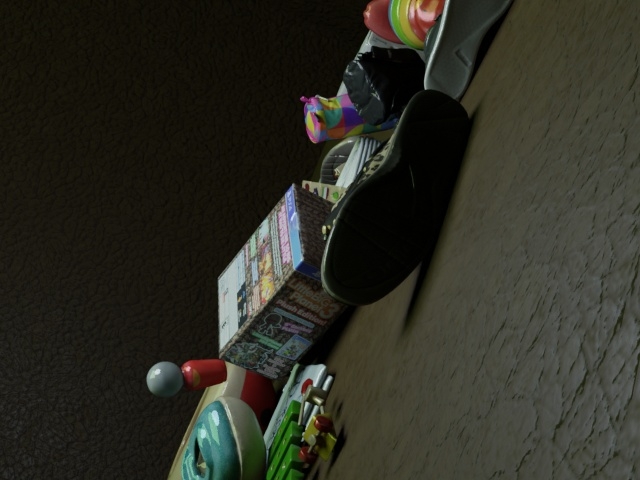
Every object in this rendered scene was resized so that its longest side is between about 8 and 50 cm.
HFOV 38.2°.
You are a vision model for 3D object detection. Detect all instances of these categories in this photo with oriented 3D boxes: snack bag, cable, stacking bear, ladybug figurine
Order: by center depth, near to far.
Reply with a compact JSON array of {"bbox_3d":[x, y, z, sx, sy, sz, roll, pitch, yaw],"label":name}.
[{"bbox_3d":[-0.074,0.383,1.724,0.342,0.037,0.323,145,149,-78],"label":"snack bag"},{"bbox_3d":[0.217,-0.448,1.807,0.175,0.164,0.289,-55,18,8],"label":"stacking bear"},{"bbox_3d":[0.077,-0.098,1.994,0.257,0.089,0.257,126,166,-64],"label":"cable"},{"bbox_3d":[-0.226,0.455,2.177,0.305,0.162,0.449,-75,10,-60],"label":"ladybug figurine"}]

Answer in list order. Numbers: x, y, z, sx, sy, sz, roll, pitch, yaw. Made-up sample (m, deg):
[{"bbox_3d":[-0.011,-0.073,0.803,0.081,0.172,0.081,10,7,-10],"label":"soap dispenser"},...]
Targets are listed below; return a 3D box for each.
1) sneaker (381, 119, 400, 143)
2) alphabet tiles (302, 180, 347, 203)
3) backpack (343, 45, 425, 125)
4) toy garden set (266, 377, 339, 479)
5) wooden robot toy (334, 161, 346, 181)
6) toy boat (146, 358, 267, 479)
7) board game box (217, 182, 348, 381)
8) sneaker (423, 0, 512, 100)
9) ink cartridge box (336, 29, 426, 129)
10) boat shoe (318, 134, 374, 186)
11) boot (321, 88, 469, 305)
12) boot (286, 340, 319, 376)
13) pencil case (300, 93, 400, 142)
[{"bbox_3d":[0.158,-0.196,1.790,0.152,0.058,0.084,-114,42,-77],"label":"sneaker"},{"bbox_3d":[0.000,0.000,1.934,0.198,0.009,0.237,15,100,58],"label":"alphabet tiles"},{"bbox_3d":[0.139,-0.311,1.847,0.182,0.152,0.115,-25,1,-41],"label":"backpack"},{"bbox_3d":[-0.025,0.319,1.428,0.244,0.049,0.204,-93,26,-70],"label":"toy garden set"},{"bbox_3d":[0.084,-0.150,2.198,0.079,0.076,0.173,-34,-30,-2],"label":"wooden robot toy"},{"bbox_3d":[-0.209,0.346,1.656,0.267,0.148,0.318,108,147,-43],"label":"toy boat"},{"bbox_3d":[-0.066,0.083,1.789,0.291,0.141,0.232,-49,29,29],"label":"board game box"},{"bbox_3d":[0.244,-0.388,1.550,0.147,0.104,0.296,-89,19,-62],"label":"sneaker"},{"bbox_3d":[0.148,-0.375,2.109,0.219,0.160,0.092,124,168,-55],"label":"ink cartridge box"},{"bbox_3d":[0.064,-0.192,2.360,0.116,0.123,0.324,-67,7,-30],"label":"boat shoe"},{"bbox_3d":[0.082,-0.026,1.427,0.377,0.138,0.284,-65,6,-27],"label":"boot"},{"bbox_3d":[-0.039,0.181,1.980,0.178,0.085,0.236,-66,6,-29],"label":"boot"},{"bbox_3d":[0.080,-0.272,1.958,0.104,0.236,0.104,169,90,-74],"label":"pencil case"}]
